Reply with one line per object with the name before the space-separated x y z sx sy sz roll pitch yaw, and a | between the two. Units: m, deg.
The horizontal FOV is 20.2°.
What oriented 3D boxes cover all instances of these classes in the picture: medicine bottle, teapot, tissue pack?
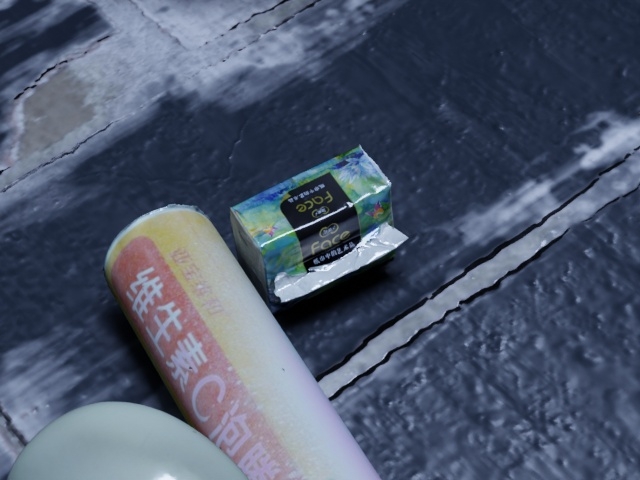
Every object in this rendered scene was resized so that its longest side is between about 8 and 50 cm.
medicine bottle | -0.026 0.145 1.199 0.108 0.108 0.426 -25 49 -14
teapot | -0.079 0.238 1.055 0.318 0.220 0.149 34 49 31
tissue pack | 0.001 0.000 1.327 0.111 0.085 0.079 -25 52 -15

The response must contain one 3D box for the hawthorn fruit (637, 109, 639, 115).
hawthorn fruit | 0.354 -0.131 1.336 0.243 0.207 0.207 -16 48 10
